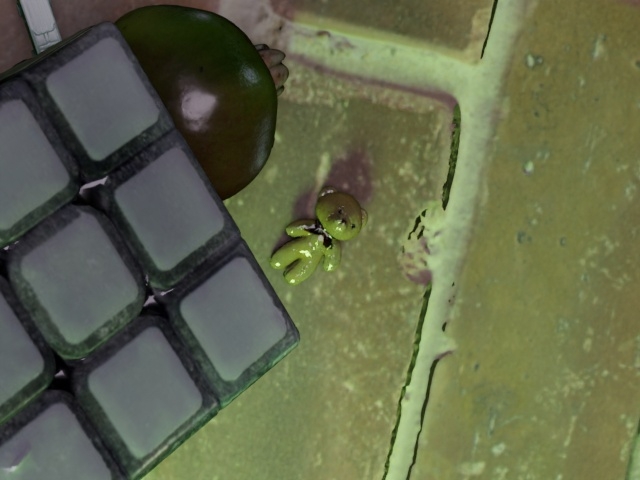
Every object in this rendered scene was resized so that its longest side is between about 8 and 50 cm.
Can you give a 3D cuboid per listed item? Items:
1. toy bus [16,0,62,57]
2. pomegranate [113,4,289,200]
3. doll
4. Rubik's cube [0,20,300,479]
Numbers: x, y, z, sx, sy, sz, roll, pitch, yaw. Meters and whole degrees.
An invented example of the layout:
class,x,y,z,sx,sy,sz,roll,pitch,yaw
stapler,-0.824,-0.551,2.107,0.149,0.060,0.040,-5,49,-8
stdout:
class,x,y,z,sx,sy,sz,roll,pitch,yaw
toy bus,-0.242,-0.185,1.546,0.031,0.037,0.083,-19,99,-10
pomegranate,-0.106,-0.121,1.529,0.209,0.180,0.180,-32,103,-47
doll,0.000,-0.002,1.620,0.061,0.051,0.093,44,113,-13
Rubik's cube,-0.257,0.053,1.378,0.304,0.301,0.305,-40,106,-36
